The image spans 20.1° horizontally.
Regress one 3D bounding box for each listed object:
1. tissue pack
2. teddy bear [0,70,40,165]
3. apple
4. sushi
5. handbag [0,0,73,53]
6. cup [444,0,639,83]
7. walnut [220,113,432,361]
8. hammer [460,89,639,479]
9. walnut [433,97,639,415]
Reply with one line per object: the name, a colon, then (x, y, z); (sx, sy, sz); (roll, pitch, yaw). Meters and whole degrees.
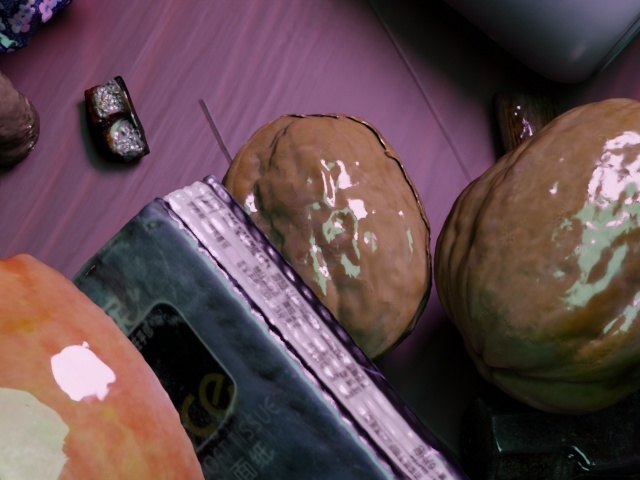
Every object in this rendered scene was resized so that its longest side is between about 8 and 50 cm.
tissue pack: (-0.072, 0.159, 1.492); (0.361, 0.259, 0.122); (50, 30, 7)
teddy bear: (-0.358, -0.092, 1.585); (0.177, 0.140, 0.190); (37, 75, 0)
apple: (-0.247, 0.208, 1.439); (0.314, 0.252, 0.309); (-38, 74, -3)
sushi: (-0.193, -0.109, 1.681); (0.046, 0.044, 0.083); (-22, 73, 3)
handbag: (-0.303, -0.265, 1.629); (0.229, 0.126, 0.208); (21, 35, 12)
cup: (0.243, -0.330, 1.766); (0.274, 0.259, 0.357); (43, 37, 5)
walnut: (0.000, 0.000, 1.592); (0.198, 0.198, 0.245); (-10, 72, -16)
hammer: (0.229, 0.044, 1.696); (0.242, 0.095, 0.408); (-2, 65, -14)
walnut: (0.224, 0.012, 1.534); (0.283, 0.227, 0.283); (-12, 45, 12)
